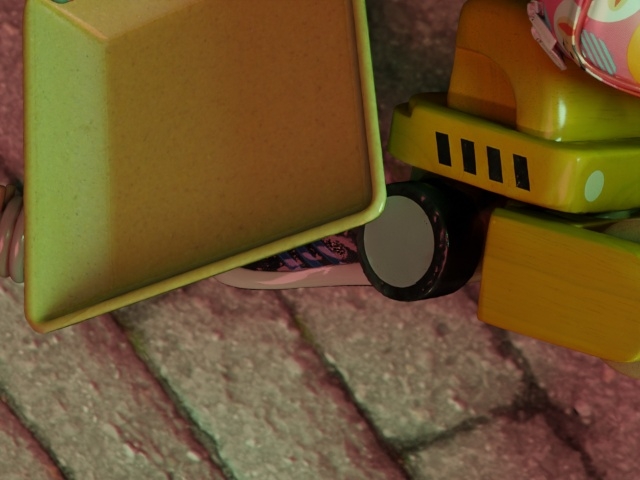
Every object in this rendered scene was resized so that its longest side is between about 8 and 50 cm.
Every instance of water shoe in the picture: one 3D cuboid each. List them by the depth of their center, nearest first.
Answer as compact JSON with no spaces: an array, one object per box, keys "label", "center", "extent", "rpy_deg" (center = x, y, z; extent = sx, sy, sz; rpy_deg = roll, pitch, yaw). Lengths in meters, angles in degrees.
[{"label":"water shoe","center":[0.000,0.000,1.526],"extent":[0.203,0.073,0.080],"rpy_deg":[-3,94,16]}]

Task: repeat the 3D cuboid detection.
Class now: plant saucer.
[{"label":"plant saucer","center":[-0.087,-0.107,1.395],"extent":[0.333,0.332,0.081],"rpy_deg":[-19,151,27]}]

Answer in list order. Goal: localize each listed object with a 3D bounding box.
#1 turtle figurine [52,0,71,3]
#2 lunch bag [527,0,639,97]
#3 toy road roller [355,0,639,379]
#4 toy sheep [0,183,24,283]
[{"label":"turtle figurine","center":[-0.169,-0.267,1.371],"extent":[0.234,0.175,0.118],"rpy_deg":[-44,71,14]},{"label":"lunch bag","center":[0.274,-0.230,1.182],"extent":[0.258,0.120,0.293],"rpy_deg":[17,104,-16]},{"label":"toy road roller","center":[0.198,-0.052,1.307],"extent":[0.330,0.202,0.240],"rpy_deg":[20,108,40]},{"label":"toy sheep","center":[-0.265,-0.002,1.598],"extent":[0.132,0.091,0.091],"rpy_deg":[13,120,6]}]
